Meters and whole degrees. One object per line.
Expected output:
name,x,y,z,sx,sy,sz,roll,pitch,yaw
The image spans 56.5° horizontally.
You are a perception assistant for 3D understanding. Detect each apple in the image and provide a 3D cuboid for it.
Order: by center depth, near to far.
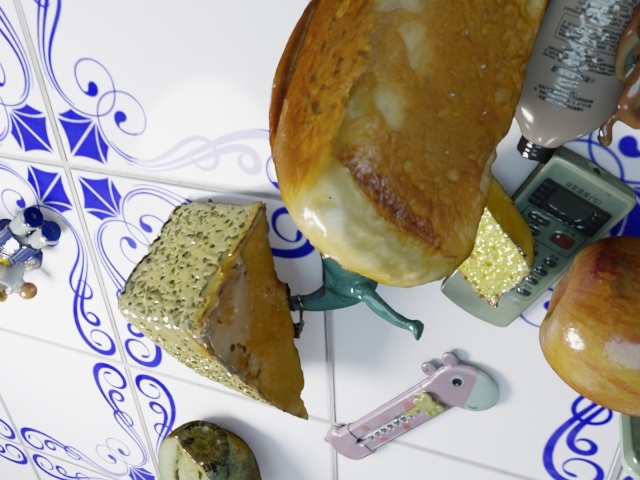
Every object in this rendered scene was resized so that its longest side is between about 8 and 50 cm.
apple,0.374,0.101,0.715,0.188,0.211,0.211,30,130,14

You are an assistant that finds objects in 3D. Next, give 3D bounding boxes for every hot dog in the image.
hot dog,0.070,-0.154,0.614,0.185,0.405,0.223,29,164,-30

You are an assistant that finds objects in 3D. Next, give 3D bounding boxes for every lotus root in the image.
lotus root,-0.238,0.500,1.314,0.267,0.149,0.260,20,126,35

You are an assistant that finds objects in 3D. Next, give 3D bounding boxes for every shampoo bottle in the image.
shampoo bottle,0.278,-0.199,0.638,0.127,0.078,0.257,20,125,6

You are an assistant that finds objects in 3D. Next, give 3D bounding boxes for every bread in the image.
bread,0.206,-0.010,0.770,0.103,0.065,0.187,-36,88,43
bread,-0.132,0.108,0.991,0.248,0.279,0.315,4,155,35

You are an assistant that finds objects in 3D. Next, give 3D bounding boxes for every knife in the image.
knife,0.146,0.320,1.076,0.132,0.038,0.398,44,129,-4

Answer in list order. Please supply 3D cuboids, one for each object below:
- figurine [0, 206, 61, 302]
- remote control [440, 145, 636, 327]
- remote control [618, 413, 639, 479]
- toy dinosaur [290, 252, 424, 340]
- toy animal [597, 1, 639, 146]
figurine,-0.643,0.019,1.193,0.193,0.133,0.274,23,126,-21
remote control,0.279,0.011,0.805,0.123,0.038,0.285,33,129,1
remote control,0.588,0.333,0.819,0.335,0.128,0.066,22,129,10
toy dinosaur,0.000,0.000,0.903,0.330,0.129,0.383,6,123,32
toy animal,0.383,-0.222,0.540,0.312,0.097,0.157,-32,109,15
